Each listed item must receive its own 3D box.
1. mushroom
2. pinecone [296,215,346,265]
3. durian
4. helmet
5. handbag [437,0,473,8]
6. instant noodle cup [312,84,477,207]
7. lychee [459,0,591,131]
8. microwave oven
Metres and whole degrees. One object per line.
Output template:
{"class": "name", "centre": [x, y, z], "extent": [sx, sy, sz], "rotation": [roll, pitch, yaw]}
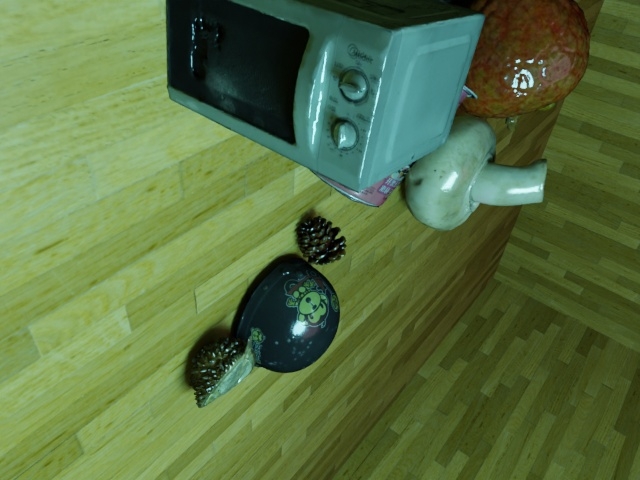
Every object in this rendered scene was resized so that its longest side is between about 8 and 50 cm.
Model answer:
{"class": "mushroom", "centre": [0.376, -0.194, 1.365], "extent": [0.356, 0.315, 0.315], "rotation": [-31, 162, 21]}
{"class": "pinecone", "centre": [-0.002, 0.003, 1.056], "extent": [0.109, 0.102, 0.102], "rotation": [37, 83, -43]}
{"class": "durian", "centre": [-0.182, 0.224, 0.959], "extent": [0.188, 0.091, 0.148], "rotation": [-49, 163, 30]}
{"class": "helmet", "centre": [-0.051, 0.181, 1.079], "extent": [0.230, 0.160, 0.278], "rotation": [-35, 143, -44]}
{"class": "handbag", "centre": [0.281, -0.470, 1.070], "extent": [0.257, 0.113, 0.285], "rotation": [-32, 145, -29]}
{"class": "instant noodle cup", "centre": [0.102, -0.203, 0.912], "extent": [0.255, 0.244, 0.244], "rotation": [-59, 155, 16]}
{"class": "lychee", "centre": [0.357, -0.332, 0.965], "extent": [0.255, 0.255, 0.300], "rotation": [-42, 122, -33]}
{"class": "microwave oven", "centre": [-0.003, -0.204, 0.615], "extent": [0.237, 0.295, 0.181], "rotation": [-31, 141, -45]}
